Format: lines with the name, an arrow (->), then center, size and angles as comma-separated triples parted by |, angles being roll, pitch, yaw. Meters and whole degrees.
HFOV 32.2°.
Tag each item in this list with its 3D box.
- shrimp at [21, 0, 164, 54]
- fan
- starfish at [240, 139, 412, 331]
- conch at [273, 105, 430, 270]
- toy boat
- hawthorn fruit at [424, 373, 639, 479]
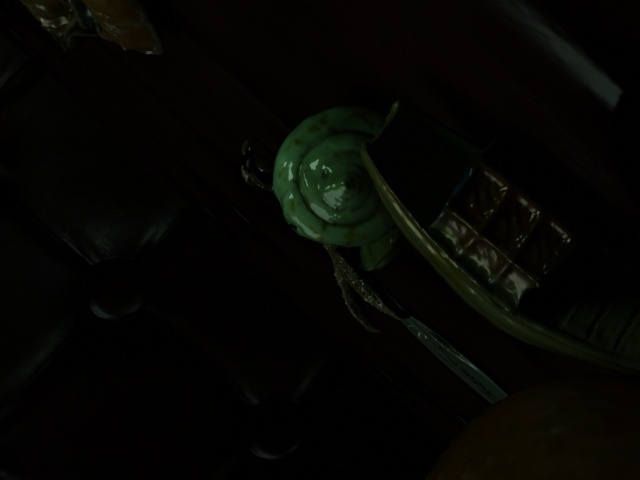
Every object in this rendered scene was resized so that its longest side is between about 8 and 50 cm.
shrimp -> -0.192, -0.192, 0.894 | 0.164, 0.062, 0.317 | 39, 171, -1
fan -> 0.106, 0.096, 1.226 | 0.415, 0.012, 0.233 | 44, 173, -20
starfish -> 0.006, -0.006, 0.978 | 0.213, 0.057, 0.238 | 47, 174, 44
conch -> 0.028, -0.029, 0.638 | 0.106, 0.079, 0.170 | 48, -171, -2
toy boat -> 0.092, 0.002, 0.491 | 0.172, 0.065, 0.066 | 39, 154, 4
hawthorn fruit -> 0.155, 0.185, 0.443 | 0.277, 0.277, 0.298 | 43, 161, -8
